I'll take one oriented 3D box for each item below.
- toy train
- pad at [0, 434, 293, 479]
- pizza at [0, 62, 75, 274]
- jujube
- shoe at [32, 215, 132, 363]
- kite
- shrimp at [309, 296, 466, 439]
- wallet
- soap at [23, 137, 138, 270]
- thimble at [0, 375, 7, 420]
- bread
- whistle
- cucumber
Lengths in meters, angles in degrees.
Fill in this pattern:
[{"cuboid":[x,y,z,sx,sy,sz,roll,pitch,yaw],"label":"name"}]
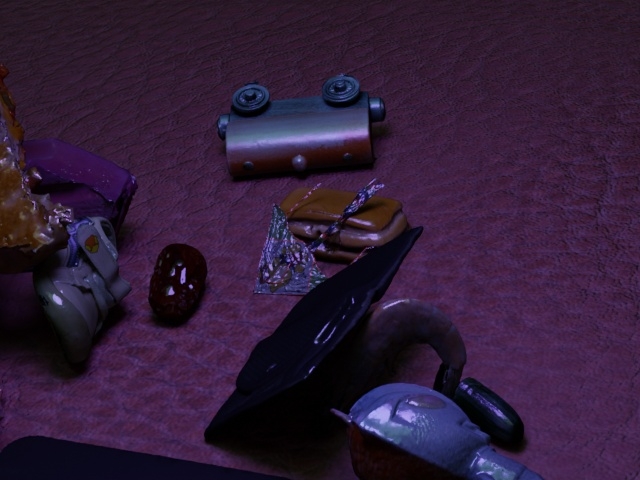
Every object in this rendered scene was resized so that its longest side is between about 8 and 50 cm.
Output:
[{"cuboid":[-0.033,-0.179,2.150,0.285,0.116,0.177,-4,45,4],"label":"toy train"},{"cuboid":[-0.215,0.365,1.423,0.375,0.063,0.315,9,35,8],"label":"pad"},{"cuboid":[-0.493,-0.034,1.807,0.406,0.130,0.440,26,80,32],"label":"pizza"},{"cuboid":[-0.203,0.059,1.844,0.077,0.077,0.129,-2,38,9],"label":"jujube"},{"cuboid":[-0.339,0.047,1.803,0.128,0.140,0.262,-28,34,4],"label":"shoe"},{"cuboid":[0.000,0.000,1.863,0.244,0.006,0.198,-40,63,-3],"label":"kite"},{"cuboid":[0.083,0.174,1.579,0.219,0.152,0.046,-50,12,6],"label":"shrimp"},{"cuboid":[-0.014,0.113,1.637,0.247,0.041,0.323,-31,12,44],"label":"wallet"},{"cuboid":[-0.420,-0.056,1.973,0.289,0.182,0.112,-6,31,13],"label":"soap"},{"cuboid":[-0.496,0.141,1.637,0.162,0.239,0.239,-15,33,-9],"label":"thimble"},{"cuboid":[0.033,-0.024,1.925,0.200,0.077,0.116,9,28,23],"label":"bread"},{"cuboid":[0.159,0.255,1.418,0.346,0.142,0.134,24,62,23],"label":"whistle"},{"cuboid":[0.204,0.206,1.549,0.048,0.048,0.105,-26,37,-26],"label":"cucumber"}]
